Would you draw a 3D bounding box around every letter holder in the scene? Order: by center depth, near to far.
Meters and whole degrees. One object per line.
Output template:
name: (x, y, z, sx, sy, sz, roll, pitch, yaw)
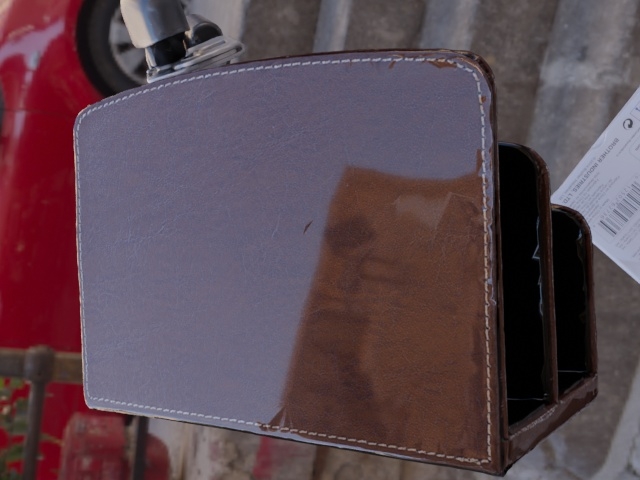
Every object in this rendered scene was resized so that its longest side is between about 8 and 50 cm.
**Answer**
letter holder: (0.000, 0.000, 0.539, 0.301, 0.152, 0.215, -1, 95, 35)

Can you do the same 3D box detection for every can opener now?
can opener: (-0.121, -0.179, 0.720, 0.283, 0.075, 0.095, -125, 13, -69)

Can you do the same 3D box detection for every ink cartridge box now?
ink cartridge box: (0.420, -0.016, 0.920, 0.311, 0.065, 0.186, 48, 112, 33)
